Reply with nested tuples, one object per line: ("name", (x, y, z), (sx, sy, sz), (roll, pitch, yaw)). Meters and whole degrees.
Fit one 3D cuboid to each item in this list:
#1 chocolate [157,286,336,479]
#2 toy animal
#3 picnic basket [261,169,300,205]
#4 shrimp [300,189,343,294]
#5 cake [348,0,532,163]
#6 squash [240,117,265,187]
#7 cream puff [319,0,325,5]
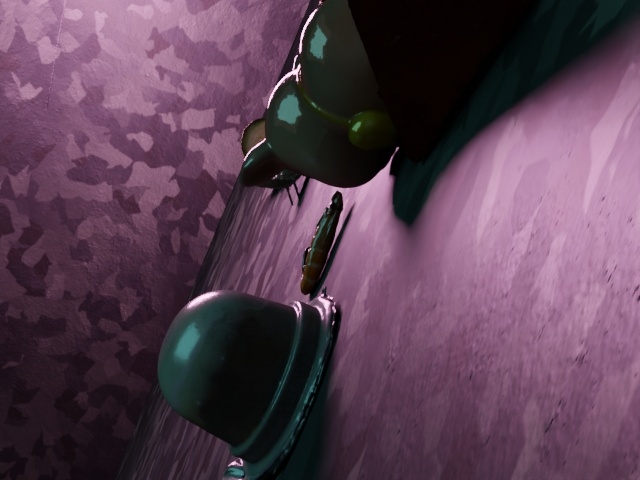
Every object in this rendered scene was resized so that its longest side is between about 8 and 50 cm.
("chocolate", (-0.087, 0.129, 1.400), (0.221, 0.147, 0.221), (-162, 90, -82))
("toy animal", (0.030, -0.143, 1.364), (0.165, 0.149, 0.248), (-52, 3, -37))
("picnic basket", (-0.049, -0.093, 2.138), (0.083, 0.083, 0.065), (66, 163, 5))
("shrimp", (0.000, 0.000, 1.613), (0.091, 0.025, 0.127), (-94, 24, -77))
("cake", (0.128, -0.199, 1.178), (0.262, 0.160, 0.158), (66, -147, -49))
("squash", (-0.105, -0.140, 2.530), (0.224, 0.094, 0.094), (117, 173, -73))
("cream puff", (0.041, -0.376, 2.157), (0.122, 0.094, 0.116), (-84, 14, -51))
